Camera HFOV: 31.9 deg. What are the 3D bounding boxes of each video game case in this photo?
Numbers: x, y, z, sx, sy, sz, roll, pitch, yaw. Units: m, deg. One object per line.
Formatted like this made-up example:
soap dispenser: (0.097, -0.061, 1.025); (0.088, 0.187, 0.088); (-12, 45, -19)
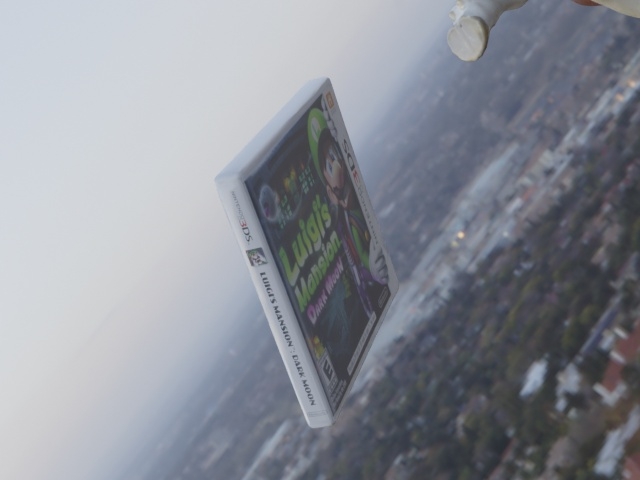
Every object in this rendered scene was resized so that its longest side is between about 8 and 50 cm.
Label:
video game case: (0.000, 0.000, 0.742); (0.022, 0.173, 0.190); (-12, 21, 23)

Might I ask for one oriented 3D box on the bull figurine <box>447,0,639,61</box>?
bull figurine: (0.119, -0.196, 0.564); (0.188, 0.310, 0.101); (-26, -8, -37)
